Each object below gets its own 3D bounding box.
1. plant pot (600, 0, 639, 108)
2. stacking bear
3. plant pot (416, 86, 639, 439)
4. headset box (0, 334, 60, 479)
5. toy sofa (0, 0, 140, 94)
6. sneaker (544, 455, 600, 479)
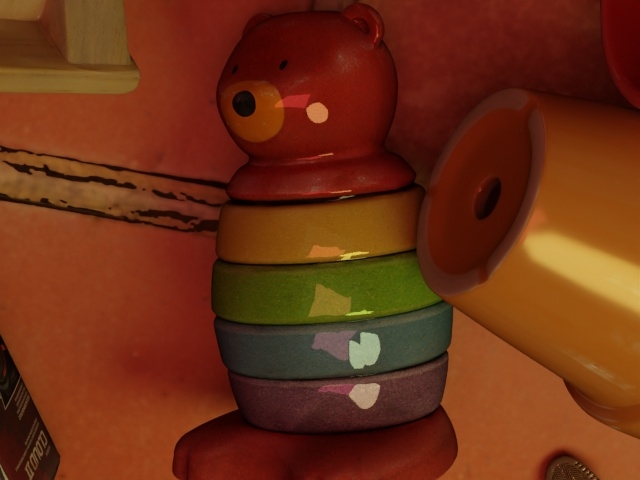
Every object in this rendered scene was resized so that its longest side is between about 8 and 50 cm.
[{"bbox_3d":[0.323,-0.174,0.917,0.243,0.275,0.275,13,108,-13],"label":"plant pot"},{"bbox_3d":[0.000,0.000,1.026,0.175,0.164,0.289,3,101,43],"label":"stacking bear"},{"bbox_3d":[0.168,0.001,0.969,0.188,0.205,0.205,21,108,-24],"label":"plant pot"},{"bbox_3d":[-0.323,0.104,1.087,0.218,0.110,0.293,-20,106,8],"label":"headset box"},{"bbox_3d":[-0.137,-0.263,0.835,0.150,0.177,0.363,-4,134,-41],"label":"toy sofa"},{"bbox_3d":[0.203,0.201,1.149,0.042,0.067,0.118,-40,73,15],"label":"sneaker"}]
